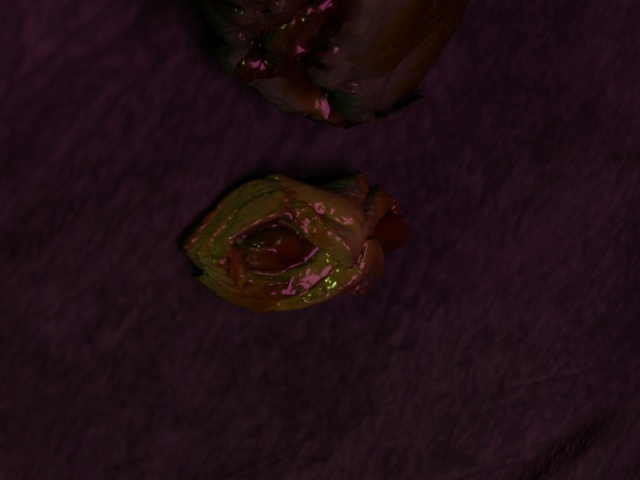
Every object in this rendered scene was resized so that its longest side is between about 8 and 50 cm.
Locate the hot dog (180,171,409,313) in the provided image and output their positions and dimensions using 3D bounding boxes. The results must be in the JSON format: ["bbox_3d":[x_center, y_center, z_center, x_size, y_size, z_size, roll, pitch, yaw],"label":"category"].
[{"bbox_3d":[0.001,0.001,0.879,0.169,0.061,0.078,-12,122,-47],"label":"hot dog"}]

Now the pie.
[{"bbox_3d":[0.050,-0.178,0.795,0.274,0.105,0.257,-56,160,-1],"label":"pie"}]
